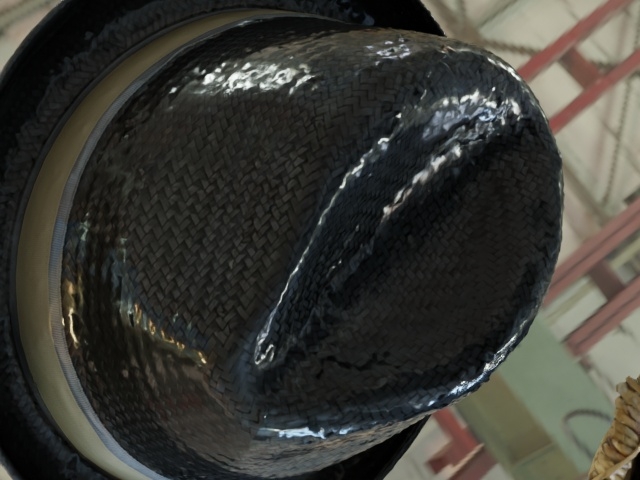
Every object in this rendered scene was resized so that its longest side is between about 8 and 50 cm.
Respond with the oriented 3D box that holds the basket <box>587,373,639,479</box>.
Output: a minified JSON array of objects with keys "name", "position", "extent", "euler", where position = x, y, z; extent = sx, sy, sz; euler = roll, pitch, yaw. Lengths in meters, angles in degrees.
[{"name":"basket","position":[0.234,0.242,0.857],"extent":[0.213,0.223,0.299],"euler":[20,-91,18]}]

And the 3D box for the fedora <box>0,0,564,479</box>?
[{"name":"fedora","position":[0.000,0.000,0.705],"extent":[0.334,0.152,0.334],"euler":[2,-93,-38]}]
